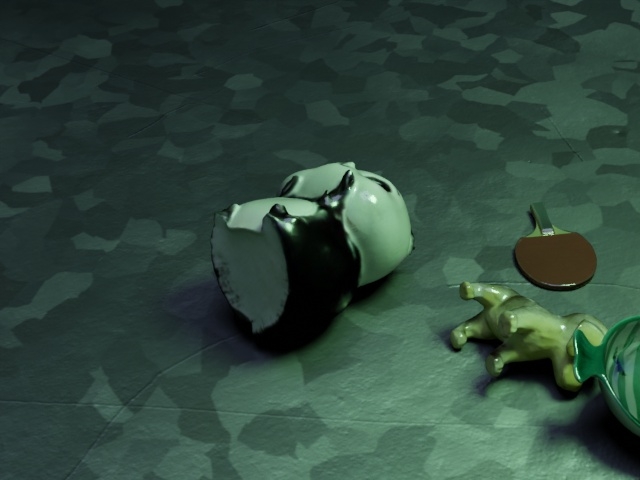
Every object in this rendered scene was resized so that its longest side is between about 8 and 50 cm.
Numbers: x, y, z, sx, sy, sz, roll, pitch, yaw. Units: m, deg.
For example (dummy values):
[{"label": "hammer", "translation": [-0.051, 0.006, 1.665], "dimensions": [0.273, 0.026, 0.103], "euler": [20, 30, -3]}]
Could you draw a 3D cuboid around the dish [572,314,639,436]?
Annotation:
[{"label": "dish", "translation": [0.441, 0.199, 1.406], "dimensions": [0.246, 0.078, 0.224], "euler": [16, 53, -8]}]

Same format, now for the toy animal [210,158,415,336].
[{"label": "toy animal", "translation": [0.000, 0.000, 1.628], "dimensions": [0.310, 0.251, 0.251], "euler": [-21, 40, -38]}]

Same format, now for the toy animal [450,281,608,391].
[{"label": "toy animal", "translation": [0.300, 0.135, 1.511], "dimensions": [0.168, 0.121, 0.233], "euler": [-10, 25, -35]}]

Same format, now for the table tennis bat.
[{"label": "table tennis bat", "translation": [0.387, 0.008, 1.740], "dimensions": [0.130, 0.019, 0.220], "euler": [-5, 39, -1]}]
